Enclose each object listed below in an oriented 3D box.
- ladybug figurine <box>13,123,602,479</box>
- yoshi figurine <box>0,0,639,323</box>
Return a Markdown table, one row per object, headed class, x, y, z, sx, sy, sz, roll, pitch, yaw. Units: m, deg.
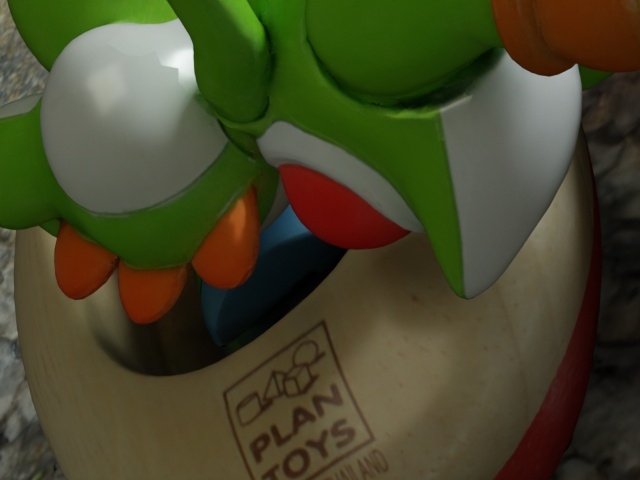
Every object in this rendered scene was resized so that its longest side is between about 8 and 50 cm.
| class | x | y | z | sx | sy | sz | roll | pitch | yaw |
| --- | --- | --- | --- | --- | --- | --- | --- | --- | --- |
| ladybug figurine | 0.000 | 0.000 | 0.859 | 0.305 | 0.162 | 0.449 | -36 | 41 | 18 |
| yoshi figurine | -0.010 | -0.104 | 0.687 | 0.362 | 0.203 | 0.203 | -15 | 35 | 37 |
